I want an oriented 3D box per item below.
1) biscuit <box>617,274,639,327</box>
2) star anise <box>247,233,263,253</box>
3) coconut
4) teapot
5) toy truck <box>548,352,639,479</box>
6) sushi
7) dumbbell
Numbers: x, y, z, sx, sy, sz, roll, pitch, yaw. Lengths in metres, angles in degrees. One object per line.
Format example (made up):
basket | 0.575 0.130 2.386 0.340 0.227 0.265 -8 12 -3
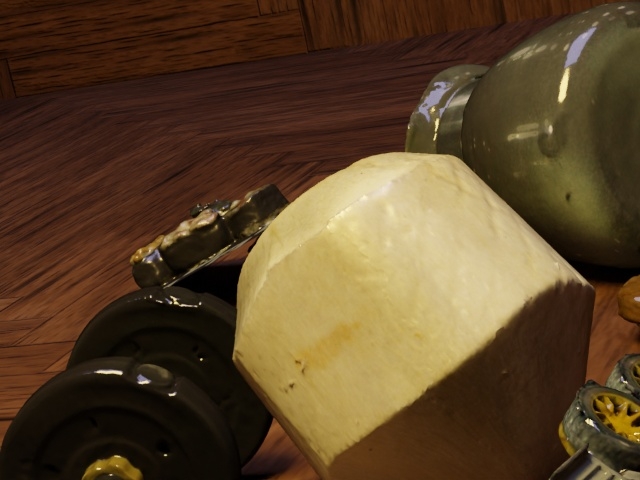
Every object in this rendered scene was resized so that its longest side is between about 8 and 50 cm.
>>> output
biscuit | 0.361 0.038 1.169 0.301 0.049 0.197 3 24 46
star anise | -0.002 0.002 1.578 0.234 0.073 0.177 -12 3 32
coconut | 0.063 0.066 0.997 0.202 0.222 0.202 -39 -17 -14
teapot | 0.228 -0.096 1.489 0.305 0.223 0.285 -25 12 -35
toy truck | 0.130 0.161 0.695 0.157 0.124 0.272 35 30 19
sushi | -0.111 -0.010 1.596 0.215 0.050 0.192 -29 5 28
dumbbell | -0.108 0.119 1.039 0.143 0.143 0.325 -9 14 10
